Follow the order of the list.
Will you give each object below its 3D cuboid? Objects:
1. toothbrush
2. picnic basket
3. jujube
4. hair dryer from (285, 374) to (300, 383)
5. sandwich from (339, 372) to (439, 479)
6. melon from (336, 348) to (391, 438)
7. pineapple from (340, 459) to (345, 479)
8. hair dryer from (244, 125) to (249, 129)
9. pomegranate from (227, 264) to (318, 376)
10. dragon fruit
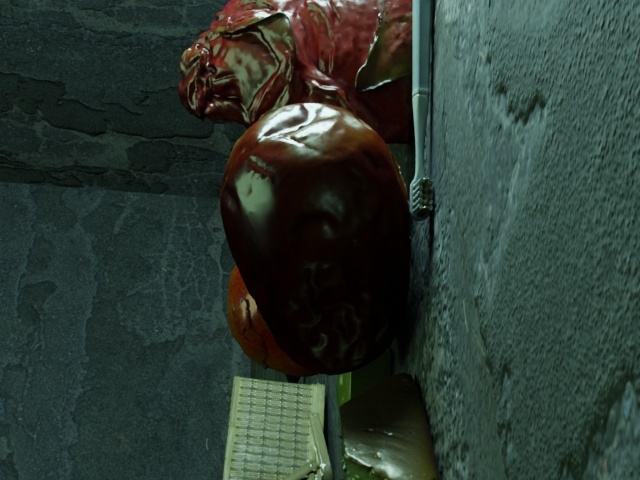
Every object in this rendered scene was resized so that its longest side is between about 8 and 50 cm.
[{"bbox_3d":[0.113,-0.187,1.397,0.030,0.025,0.342,130,144,-67],"label":"toothbrush"},{"bbox_3d":[-0.075,0.408,2.055,0.313,0.175,0.228,-88,5,-53],"label":"picnic basket"},{"bbox_3d":[0.000,0.000,1.419,0.223,0.223,0.318,-96,-4,-56],"label":"jujube"},{"bbox_3d":[-0.056,0.143,2.416,0.189,0.107,0.352,-91,2,-55],"label":"hair dryer"},{"bbox_3d":[0.067,0.232,1.274,0.258,0.096,0.094,-95,5,-67],"label":"sandwich"},{"bbox_3d":[0.059,0.203,1.486,0.209,0.064,0.118,-114,33,-71],"label":"melon"},{"bbox_3d":[0.046,0.300,1.572,0.058,0.058,0.124,-99,20,-64],"label":"pineapple"},{"bbox_3d":[-0.065,-0.226,2.074,0.091,0.271,0.236,14,91,51],"label":"hair dryer"},{"bbox_3d":[-0.030,0.091,1.709,0.235,0.210,0.210,115,159,-53],"label":"pomegranate"},{"bbox_3d":[-0.020,-0.197,1.576,0.240,0.330,0.302,70,-169,-45],"label":"dragon fruit"}]
